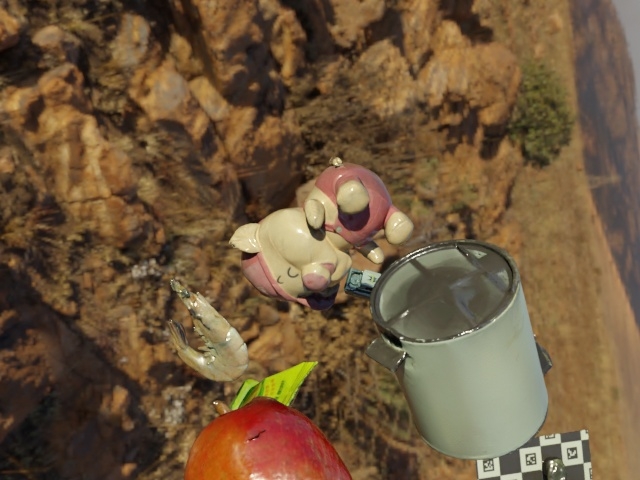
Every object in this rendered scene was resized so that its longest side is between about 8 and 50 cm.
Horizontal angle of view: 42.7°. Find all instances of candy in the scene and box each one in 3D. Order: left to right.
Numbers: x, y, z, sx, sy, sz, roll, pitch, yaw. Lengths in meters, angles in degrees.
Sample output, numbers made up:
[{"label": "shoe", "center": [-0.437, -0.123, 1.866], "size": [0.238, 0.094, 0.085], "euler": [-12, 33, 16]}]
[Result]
[{"label": "candy", "center": [-0.090, 0.270, 1.279], "size": [0.069, 0.246, 0.149], "euler": [33, 60, -10]}]

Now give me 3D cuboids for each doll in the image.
[{"label": "doll", "center": [0.000, 0.001, 1.248], "size": [0.196, 0.255, 0.152], "euler": [48, 20, -14]}]

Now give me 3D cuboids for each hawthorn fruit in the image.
[{"label": "hawthorn fruit", "center": [-0.066, 0.255, 0.870], "size": [0.202, 0.185, 0.185], "euler": [61, 13, 24]}]

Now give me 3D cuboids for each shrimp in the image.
[{"label": "shrimp", "center": [-0.255, 0.195, 1.725], "size": [0.254, 0.145, 0.059], "euler": [47, 26, -10]}]

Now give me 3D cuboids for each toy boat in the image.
[{"label": "toy boat", "center": [0.119, 0.096, 1.633], "size": [0.060, 0.141, 0.055], "euler": [96, 9, -57]}]

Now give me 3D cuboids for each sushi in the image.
[{"label": "sushi", "center": [0.587, 0.700, 2.152], "size": [0.064, 0.342, 0.360], "euler": [161, -75, -74]}]

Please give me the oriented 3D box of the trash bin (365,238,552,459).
[{"label": "trash bin", "center": [0.212, 0.165, 1.232], "size": [0.277, 0.217, 0.263], "euler": [-35, 126, -19]}]
